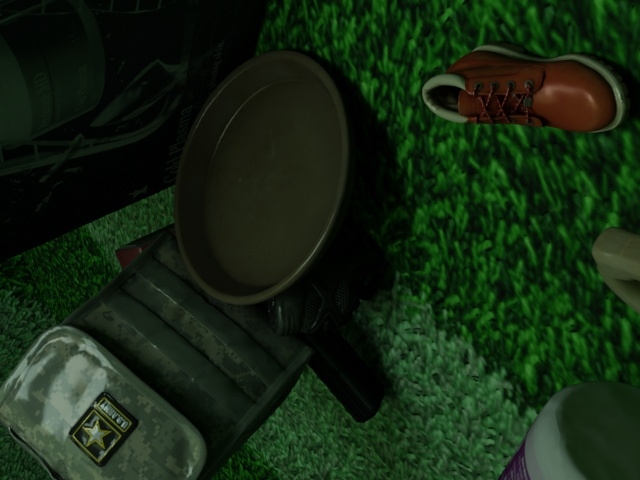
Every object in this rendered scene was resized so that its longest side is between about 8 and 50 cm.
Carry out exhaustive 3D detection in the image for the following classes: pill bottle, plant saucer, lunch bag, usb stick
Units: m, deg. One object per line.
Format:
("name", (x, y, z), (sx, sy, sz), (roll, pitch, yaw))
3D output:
("pill bottle", (0.200, 0.273, 0.745), (0.169, 0.169, 0.301), (45, 132, 32))
("plant saucer", (-0.061, -0.067, 0.982), (0.278, 0.041, 0.278), (-12, 72, 42))
("lunch bag", (-0.192, 0.171, 1.026), (0.235, 0.287, 0.169), (39, 148, 9))
("usb stick", (-0.020, 0.104, 1.094), (0.045, 0.077, 0.278), (-34, 102, 26))

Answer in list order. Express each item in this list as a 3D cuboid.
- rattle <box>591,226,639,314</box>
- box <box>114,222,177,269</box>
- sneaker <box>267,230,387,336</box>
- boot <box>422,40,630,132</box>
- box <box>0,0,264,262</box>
("rattle", (0.282, 0.024, 0.619), (0.199, 0.143, 0.130), (36, 159, -31))
("box", (-0.179, 0.086, 1.344), (0.127, 0.148, 0.232), (-7, 108, 61))
("sneaker", (0.000, 0.000, 1.042), (0.087, 0.130, 0.227), (112, 154, -56))
("boot", (0.149, -0.105, 0.676), (0.158, 0.084, 0.059), (25, 132, 49))
("box", (-0.338, -0.230, 0.995), (0.297, 0.471, 0.480), (54, 152, 17))
